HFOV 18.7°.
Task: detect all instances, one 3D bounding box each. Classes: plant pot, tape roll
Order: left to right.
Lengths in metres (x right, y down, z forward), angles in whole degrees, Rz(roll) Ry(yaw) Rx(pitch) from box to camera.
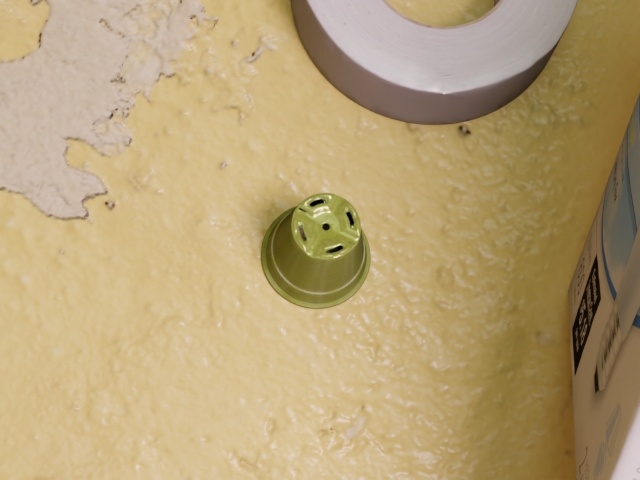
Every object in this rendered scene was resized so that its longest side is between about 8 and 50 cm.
[{"bbox_3d":[0.000,0.000,1.429,0.083,0.079,0.083,2,72,-5],"label":"plant pot"},{"bbox_3d":[0.088,-0.203,1.505,0.219,0.072,0.219,1,73,-5],"label":"tape roll"}]

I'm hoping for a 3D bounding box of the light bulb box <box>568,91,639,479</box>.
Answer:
[{"bbox_3d":[0.320,-0.010,1.249,0.225,0.358,0.361,15,117,-2],"label":"light bulb box"}]
